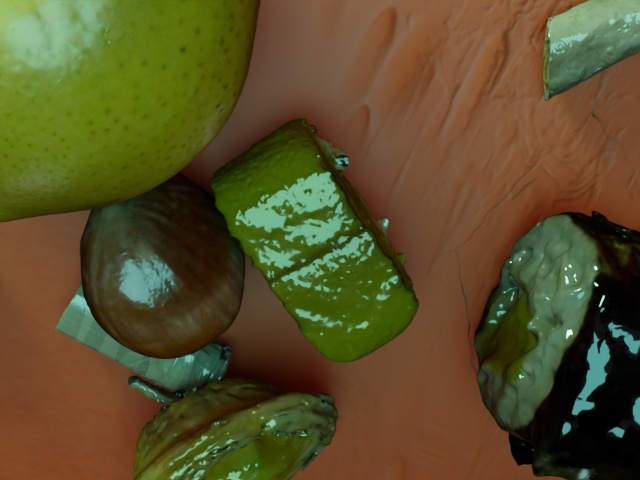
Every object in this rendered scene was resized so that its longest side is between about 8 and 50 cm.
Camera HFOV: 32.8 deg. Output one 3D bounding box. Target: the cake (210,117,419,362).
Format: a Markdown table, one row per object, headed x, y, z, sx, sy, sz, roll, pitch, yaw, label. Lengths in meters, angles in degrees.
| x | y | z | sx | sy | sz | roll | pitch | yaw | label |
| --- | --- | --- | --- | --- | --- | --- | --- | --- | --- |
| 0.000 | 0.000 | 1.202 | 0.156 | 0.179 | 0.261 | -30 | 108 | 8 | cake |

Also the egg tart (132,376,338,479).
| x | y | z | sx | sy | sz | roll | pitch | yaw | label |
| --- | --- | --- | --- | --- | --- | --- | --- | --- | --- |
| -0.114 | 0.246 | 1.266 | 0.288 | 0.288 | 0.118 | -35 | 62 | 9 | egg tart |

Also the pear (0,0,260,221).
| x | y | z | sx | sy | sz | roll | pitch | yaw | label |
| --- | --- | --- | --- | --- | --- | --- | --- | --- | --- |
| -0.248 | -0.211 | 1.046 | 0.362 | 0.362 | 0.418 | 43 | 110 | -13 | pear |

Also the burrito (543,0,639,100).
| x | y | z | sx | sy | sz | roll | pitch | yaw | label |
| --- | --- | --- | --- | --- | --- | --- | --- | --- | --- |
| 0.336 | -0.240 | 1.195 | 0.225 | 0.060 | 0.087 | -25 | 111 | 7 | burrito |

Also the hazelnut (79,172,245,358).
| x | y | z | sx | sy | sz | roll | pitch | yaw | label |
| --- | --- | --- | --- | --- | --- | --- | --- | --- | --- |
| -0.176 | 0.023 | 1.180 | 0.176 | 0.214 | 0.214 | -25 | 106 | 13 | hazelnut |

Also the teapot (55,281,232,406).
| x | y | z | sx | sy | sz | roll | pitch | yaw | label |
| --- | --- | --- | --- | --- | --- | --- | --- | --- | --- |
| -0.213 | 0.129 | 1.289 | 0.200 | 0.077 | 0.107 | 29 | 108 | -10 | teapot |

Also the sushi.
| x | y | z | sx | sy | sz | roll | pitch | yaw | label |
| --- | --- | --- | --- | --- | --- | --- | --- | --- | --- |
| 0.345 | 0.134 | 1.190 | 0.294 | 0.299 | 0.281 | 19 | 121 | -9 | sushi |
